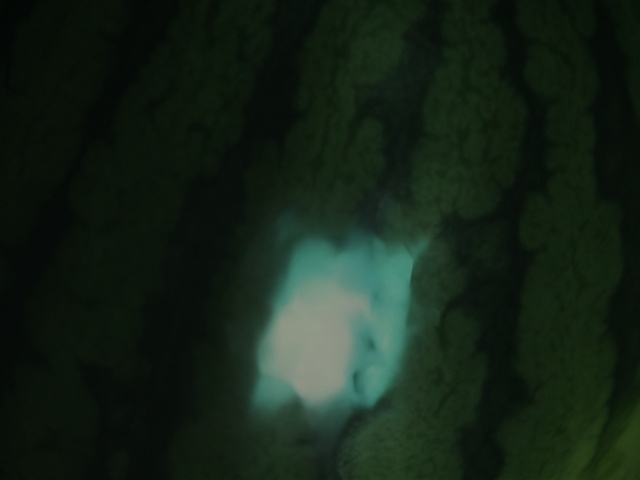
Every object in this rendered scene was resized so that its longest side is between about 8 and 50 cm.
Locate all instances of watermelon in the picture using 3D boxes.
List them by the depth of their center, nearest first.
[{"bbox_3d":[0.000,0.000,0.525,0.279,0.279,0.359,10,123,-6],"label":"watermelon"}]
